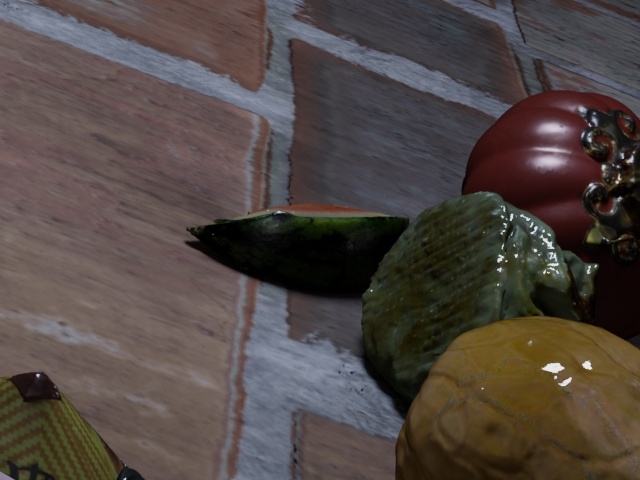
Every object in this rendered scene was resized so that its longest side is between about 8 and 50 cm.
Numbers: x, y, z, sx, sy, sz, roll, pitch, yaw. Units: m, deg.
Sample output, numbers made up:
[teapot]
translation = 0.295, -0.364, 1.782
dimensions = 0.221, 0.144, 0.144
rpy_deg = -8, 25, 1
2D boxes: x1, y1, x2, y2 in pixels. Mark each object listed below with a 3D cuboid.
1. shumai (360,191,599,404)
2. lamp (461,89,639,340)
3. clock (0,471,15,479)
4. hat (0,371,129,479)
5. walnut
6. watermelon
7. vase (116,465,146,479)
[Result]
[shumai]
translation = 0.130, 0.060, 1.457
dimensions = 0.142, 0.184, 0.184
rpy_deg = 39, 10, -32
[lamp]
translation = 0.216, -0.017, 1.642
dimensions = 0.227, 0.227, 0.227
rpy_deg = 21, 21, -8
[clock]
translation = -0.240, 0.165, 0.865
dimensions = 0.290, 0.080, 0.275
rpy_deg = 29, 21, 15
[hat]
translation = -0.169, 0.110, 1.075
dimensions = 0.193, 0.082, 0.193
rpy_deg = 21, 22, -9
[walnut]
translation = 0.155, 0.151, 1.181
dimensions = 0.195, 0.195, 0.222
rpy_deg = -4, 41, -51
[watermelon]
translation = 0.000, -0.006, 1.588
dimensions = 0.119, 0.063, 0.245
rpy_deg = 22, 16, 36
[vase]
translation = -0.006, 0.193, 1.015
dimensions = 0.237, 0.115, 0.115
rpy_deg = 17, 21, -6
